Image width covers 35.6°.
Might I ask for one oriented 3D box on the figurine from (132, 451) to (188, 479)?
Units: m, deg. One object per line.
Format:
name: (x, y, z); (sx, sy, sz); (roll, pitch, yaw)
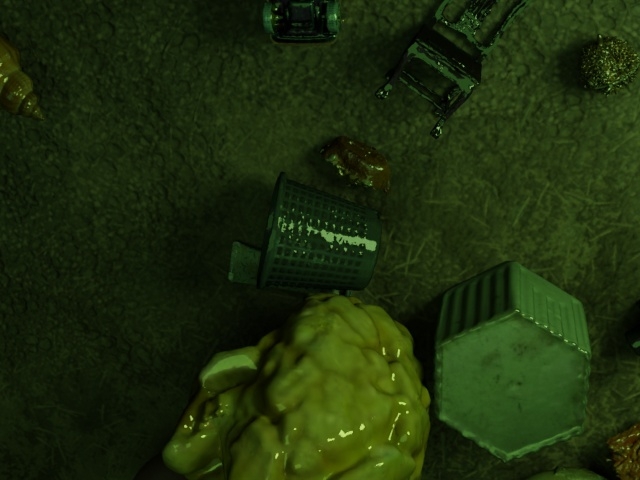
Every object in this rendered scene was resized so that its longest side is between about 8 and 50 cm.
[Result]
figurine: (-0.200, 0.436, 1.599); (0.211, 0.261, 0.269); (38, 115, 25)

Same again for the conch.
conch: (-0.512, -0.284, 1.457); (0.093, 0.109, 0.330); (-39, 76, -18)

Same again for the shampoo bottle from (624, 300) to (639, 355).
shampoo bottle: (0.541, 0.082, 1.394); (0.246, 0.080, 0.079); (-37, 98, 20)

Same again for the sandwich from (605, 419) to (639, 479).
sandwich: (0.534, 0.326, 1.478); (0.185, 0.109, 0.160); (-33, 81, 21)

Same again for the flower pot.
flower pot: (0.270, 0.170, 1.416); (0.239, 0.189, 0.209); (32, 112, -3)

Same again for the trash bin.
trash bin: (0.000, 0.000, 1.431); (0.161, 0.175, 0.175); (12, 111, -8)

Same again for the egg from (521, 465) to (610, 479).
egg: (0.374, 0.424, 1.507); (0.201, 0.164, 0.164); (4, 110, 14)

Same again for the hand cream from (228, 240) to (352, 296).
hand cream: (-0.047, 0.053, 1.513); (0.194, 0.042, 0.067); (12, 112, 10)

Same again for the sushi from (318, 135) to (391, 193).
sushi: (0.054, -0.106, 1.433); (0.118, 0.061, 0.060); (38, 122, 17)

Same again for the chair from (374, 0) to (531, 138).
chair: (0.184, -0.267, 1.324); (0.106, 0.113, 0.229); (34, 115, -5)

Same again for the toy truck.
toy truck: (-0.020, -0.396, 1.306); (0.108, 0.140, 0.256); (1, 121, 10)

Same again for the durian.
durian: (0.380, -0.234, 1.312); (0.080, 0.080, 0.091); (-13, 127, 14)

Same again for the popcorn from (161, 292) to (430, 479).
popcorn: (-0.006, 0.277, 1.392); (0.390, 0.354, 0.344); (-32, 136, -18)
